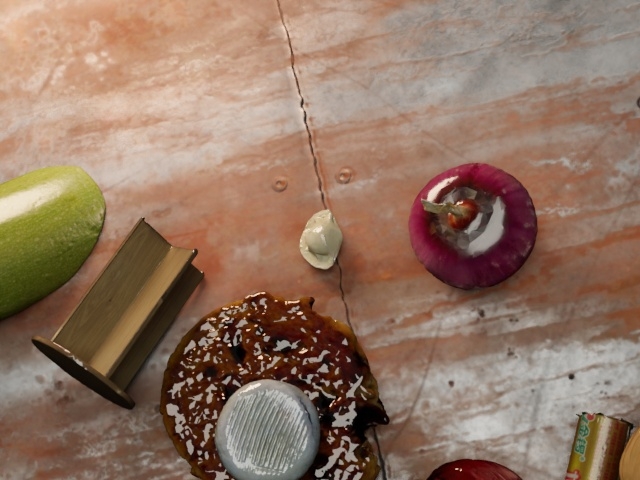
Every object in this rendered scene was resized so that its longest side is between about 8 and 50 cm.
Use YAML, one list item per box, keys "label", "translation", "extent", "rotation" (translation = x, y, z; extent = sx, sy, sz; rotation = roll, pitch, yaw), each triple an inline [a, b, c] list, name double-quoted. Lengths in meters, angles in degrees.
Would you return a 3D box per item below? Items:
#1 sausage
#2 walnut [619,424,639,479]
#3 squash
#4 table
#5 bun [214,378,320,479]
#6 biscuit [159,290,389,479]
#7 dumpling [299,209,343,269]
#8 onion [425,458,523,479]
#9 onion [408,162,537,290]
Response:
- label: "sausage"
  translation: [0.334, 0.412, 1.583]
  extent: [0.082, 0.082, 0.371]
  rotation: [13, 78, 9]
- label: "walnut"
  translation: [0.508, 0.295, 1.526]
  extent: [0.261, 0.225, 0.225]
  rotation: [-20, 75, -5]
- label: "squash"
  translation: [-0.456, 0.012, 1.784]
  extent: [0.260, 0.189, 0.189]
  rotation: [-29, 71, -40]
- label: "table"
  translation: [-0.267, 0.095, 1.687]
  extent: [0.167, 0.167, 0.226]
  rotation: [30, 71, 12]
- label: "bun"
  translation: [-0.067, 0.251, 1.574]
  extent: [0.141, 0.083, 0.141]
  rotation: [0, 80, 2]
- label: "biscuit"
  translation: [-0.059, 0.233, 1.661]
  extent: [0.289, 0.081, 0.334]
  rotation: [-31, 71, -2]
- label: "dumpling"
  translation: [0.002, 0.000, 1.737]
  extent: [0.052, 0.057, 0.076]
  rotation: [-29, 100, -39]
- label: "onion"
  translation: [0.189, 0.409, 1.500]
  extent: [0.281, 0.281, 0.221]
  rotation: [-46, 110, -7]
- label: "onion"
  translation: [0.210, -0.020, 1.666]
  extent: [0.177, 0.153, 0.177]
  rotation: [2, 76, -8]
